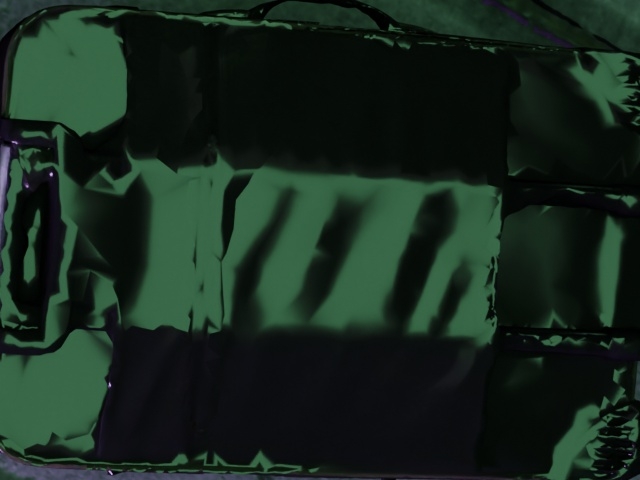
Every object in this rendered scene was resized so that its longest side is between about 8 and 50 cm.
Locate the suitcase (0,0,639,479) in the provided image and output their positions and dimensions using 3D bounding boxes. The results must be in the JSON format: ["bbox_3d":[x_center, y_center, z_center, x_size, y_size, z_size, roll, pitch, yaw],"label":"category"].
[{"bbox_3d":[0.000,0.000,1.090,0.433,0.194,0.283,3,92,-15],"label":"suitcase"}]
